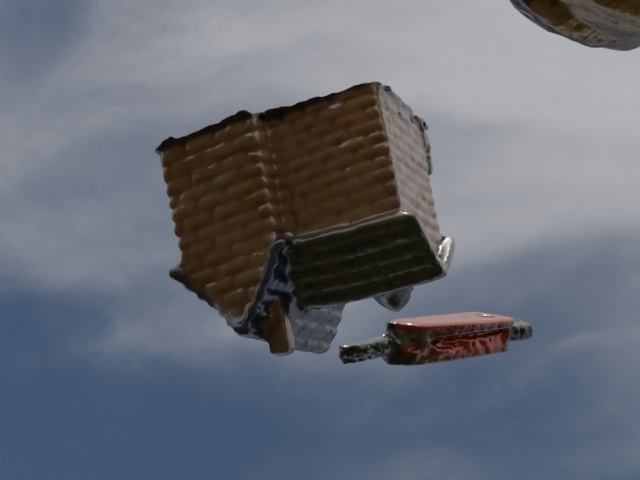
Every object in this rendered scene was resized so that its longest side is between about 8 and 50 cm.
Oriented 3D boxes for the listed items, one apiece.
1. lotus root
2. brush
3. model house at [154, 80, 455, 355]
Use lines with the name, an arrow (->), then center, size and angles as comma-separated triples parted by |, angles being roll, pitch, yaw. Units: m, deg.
lotus root -> 0.235, -0.209, 0.770 | 0.221, 0.125, 0.118 | 4, -88, -31
brush -> 0.145, 0.114, 1.187 | 0.070, 0.323, 0.051 | 16, -76, 45
model house -> 0.000, 0.000, 0.733 | 0.183, 0.166, 0.172 | -20, -112, 21
